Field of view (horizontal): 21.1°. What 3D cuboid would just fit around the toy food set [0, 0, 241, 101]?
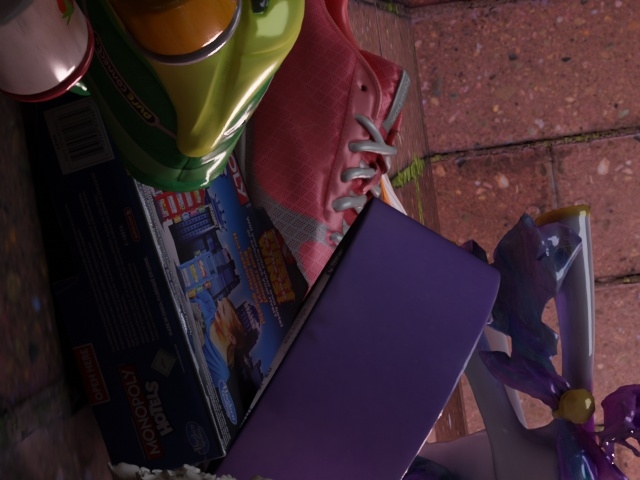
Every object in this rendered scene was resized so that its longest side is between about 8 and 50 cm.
[{"bbox_3d":[-0.108,-0.125,0.611,0.232,0.111,0.104,52,-5,25],"label":"toy food set"}]

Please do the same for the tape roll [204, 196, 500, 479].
[{"bbox_3d":[0.013,0.076,0.910,0.189,0.080,0.189,-60,-179,2],"label":"tape roll"}]

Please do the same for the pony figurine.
[{"bbox_3d":[0.160,0.169,1.214,0.351,0.303,0.363,144,-63,-67],"label":"pony figurine"}]

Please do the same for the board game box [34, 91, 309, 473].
[{"bbox_3d":[-0.072,0.002,0.878,0.194,0.060,0.194,-28,101,-73],"label":"board game box"}]

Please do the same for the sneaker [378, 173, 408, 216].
[{"bbox_3d":[0.023,-0.059,1.517,0.262,0.099,0.121,77,4,-47],"label":"sneaker"}]

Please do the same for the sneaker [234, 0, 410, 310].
[{"bbox_3d":[-0.003,-0.057,1.068,0.116,0.136,0.313,44,29,-70],"label":"sneaker"}]

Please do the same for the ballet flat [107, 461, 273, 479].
[{"bbox_3d":[-0.077,0.182,0.597,0.409,0.147,0.147,-66,148,-77],"label":"ballet flat"}]

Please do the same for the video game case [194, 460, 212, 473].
[{"bbox_3d":[-0.055,0.136,1.066,0.204,0.025,0.285,-51,133,-78],"label":"video game case"}]

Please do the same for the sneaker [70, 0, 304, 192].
[{"bbox_3d":[-0.095,-0.129,0.743,0.295,0.109,0.123,-113,-145,-49],"label":"sneaker"}]
